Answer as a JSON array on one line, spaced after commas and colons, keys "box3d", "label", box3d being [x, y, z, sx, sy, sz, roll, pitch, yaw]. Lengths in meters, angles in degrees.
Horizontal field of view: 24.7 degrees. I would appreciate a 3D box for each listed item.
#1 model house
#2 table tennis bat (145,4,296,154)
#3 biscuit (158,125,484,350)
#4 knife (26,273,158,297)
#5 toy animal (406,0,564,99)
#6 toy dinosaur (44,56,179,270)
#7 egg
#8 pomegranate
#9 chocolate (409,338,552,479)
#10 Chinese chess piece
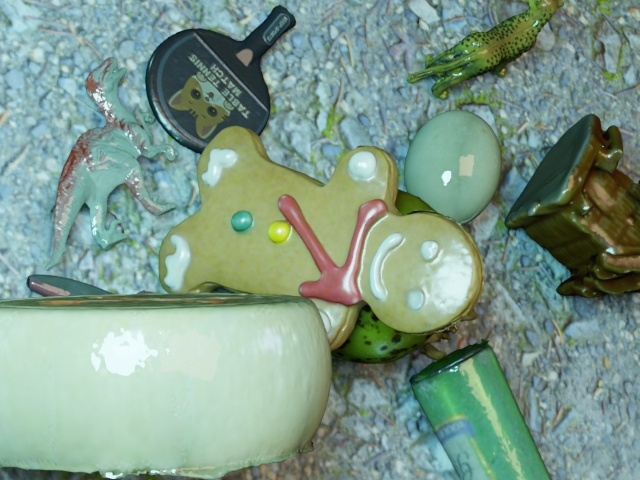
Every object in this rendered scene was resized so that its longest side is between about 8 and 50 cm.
[{"box3d": [0.363, -0.022, 1.790, 0.229, 0.199, 0.220, 40, 66, -9], "label": "model house"}, {"box3d": [-0.103, -0.190, 1.647, 0.150, 0.027, 0.236, 47, 55, -9], "label": "table tennis bat"}, {"box3d": [0.000, 0.000, 1.445, 0.047, 0.339, 0.216, 23, 88, -64], "label": "biscuit"}, {"box3d": [-0.185, 0.067, 1.490, 0.247, 0.018, 0.035, 16, 59, -31], "label": "knife"}, {"box3d": [0.204, -0.241, 1.803, 0.181, 0.136, 0.073, -25, 86, -38], "label": "toy animal"}, {"box3d": [-0.232, -0.068, 1.490, 0.167, 0.053, 0.242, 48, 52, -6], "label": "toy dinosaur"}, {"box3d": [0.155, -0.083, 1.717, 0.114, 0.114, 0.152, 26, 59, -23], "label": "egg"}, {"box3d": [0.072, 0.036, 1.563, 0.246, 0.198, 0.198, 4, 69, -33], "label": "pomegranate"}, {"box3d": [0.204, 0.260, 1.619, 0.110, 0.110, 0.291, -25, 88, -38], "label": "chocolate"}, {"box3d": [-0.158, 0.118, 1.284, 0.338, 0.338, 0.141, 1, 89, -34], "label": "Chinese chess piece"}]
